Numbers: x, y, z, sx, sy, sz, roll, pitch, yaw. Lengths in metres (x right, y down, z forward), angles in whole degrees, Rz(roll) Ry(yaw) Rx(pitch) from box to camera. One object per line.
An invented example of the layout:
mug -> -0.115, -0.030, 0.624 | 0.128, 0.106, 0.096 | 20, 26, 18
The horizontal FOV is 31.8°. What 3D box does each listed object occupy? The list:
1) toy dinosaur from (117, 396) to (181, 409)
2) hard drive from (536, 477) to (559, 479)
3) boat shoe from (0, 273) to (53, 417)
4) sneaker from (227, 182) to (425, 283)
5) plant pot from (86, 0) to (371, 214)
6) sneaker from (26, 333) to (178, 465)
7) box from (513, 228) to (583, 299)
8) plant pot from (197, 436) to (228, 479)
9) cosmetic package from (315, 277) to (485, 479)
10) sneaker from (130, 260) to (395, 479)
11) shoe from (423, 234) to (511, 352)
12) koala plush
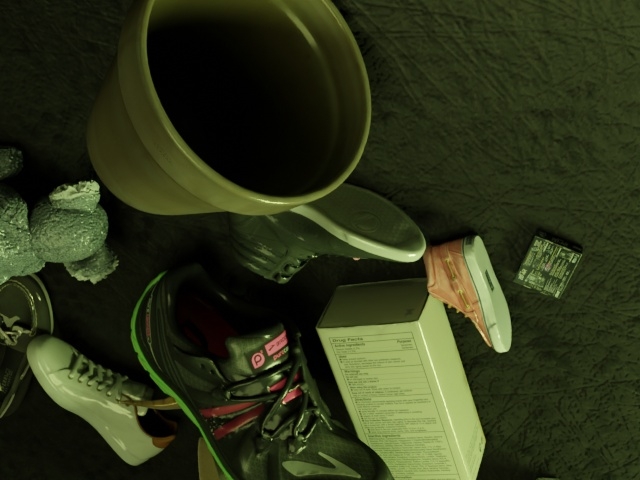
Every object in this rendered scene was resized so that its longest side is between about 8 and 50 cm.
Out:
toy dinosaur -> -0.205, 0.255, 1.818 | 0.211, 0.064, 0.112 | -22, 112, 6
hard drive -> 0.351, 0.574, 1.716 | 0.047, 0.233, 0.353 | -2, 121, 20
boat shoe -> -0.526, 0.192, 1.877 | 0.112, 0.095, 0.335 | 25, 128, 3
sneaker -> 0.000, 0.000, 1.552 | 0.296, 0.104, 0.147 | 19, 129, 15
plant pot -> -0.146, -0.158, 1.394 | 0.323, 0.323, 0.280 | 48, 141, -14
sneaker -> -0.348, 0.242, 1.851 | 0.123, 0.106, 0.290 | -32, 115, 25
box -> 0.305, 0.033, 1.506 | 0.067, 0.018, 0.083 | 22, 127, 6
plant pot -> -0.073, 0.434, 1.792 | 0.191, 0.284, 0.284 | -10, 126, -16
cosmetic package -> 0.123, 0.215, 1.638 | 0.160, 0.113, 0.309 | -5, 120, 24
sneaker -> -0.087, 0.221, 1.603 | 0.483, 0.185, 0.202 | 41, 141, 12
shoe -> 0.202, 0.078, 1.550 | 0.081, 0.063, 0.178 | -11, 112, 28
koala plush -> -0.414, -0.016, 1.652 | 0.221, 0.203, 0.196 | 1, 124, 6
